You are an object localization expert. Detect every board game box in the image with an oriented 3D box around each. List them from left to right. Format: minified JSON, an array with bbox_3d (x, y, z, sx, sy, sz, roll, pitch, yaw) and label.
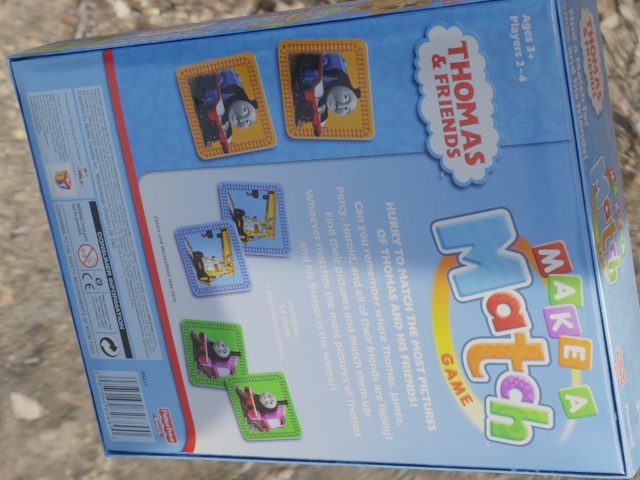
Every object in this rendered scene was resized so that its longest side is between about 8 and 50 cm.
[{"bbox_3d":[0.000,0.000,0.513,0.212,0.039,0.160,-2,107,31],"label":"board game box"}]
